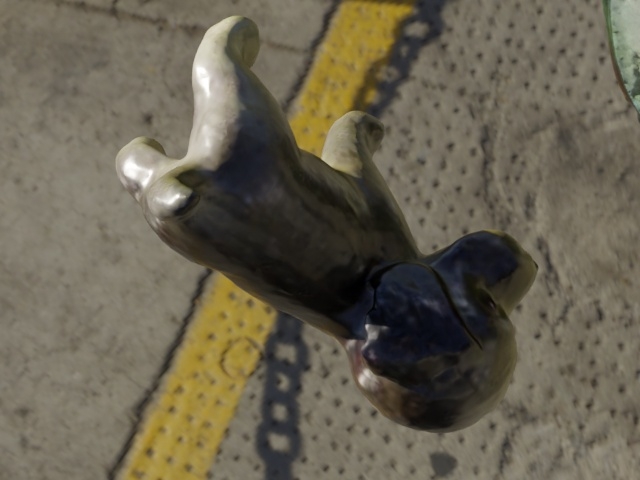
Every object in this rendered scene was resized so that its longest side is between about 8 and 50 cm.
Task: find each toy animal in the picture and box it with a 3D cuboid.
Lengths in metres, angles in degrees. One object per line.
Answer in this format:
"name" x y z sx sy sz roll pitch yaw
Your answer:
"toy animal" 0.004 -0.003 0.703 0.121 0.233 0.168 -46 31 18

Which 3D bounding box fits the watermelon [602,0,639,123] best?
"watermelon" 0.276 -0.141 0.782 0.224 0.305 0.180 -10 69 -14
